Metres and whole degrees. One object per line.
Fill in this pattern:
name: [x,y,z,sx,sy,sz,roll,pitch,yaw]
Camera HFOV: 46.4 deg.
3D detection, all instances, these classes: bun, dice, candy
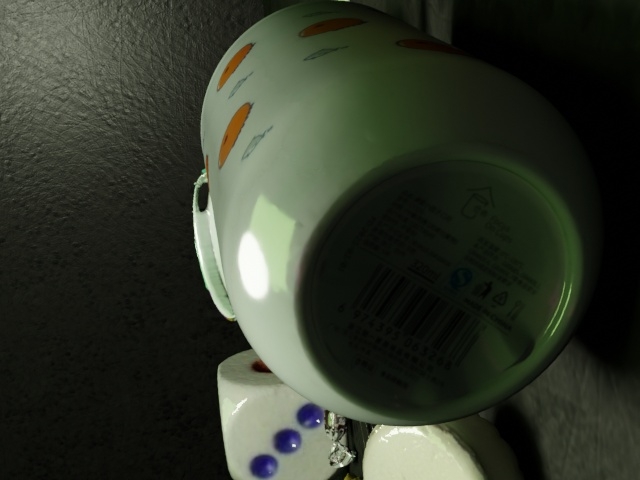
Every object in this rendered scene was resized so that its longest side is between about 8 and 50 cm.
bun: [0.107,0.188,0.582,0.138,0.094,0.138,10,103,46]
dice: [-0.084,0.384,1.633,0.243,0.259,0.251,-114,18,-76]
candy: [0.030,0.330,1.462,0.094,0.051,0.226,154,112,-63]

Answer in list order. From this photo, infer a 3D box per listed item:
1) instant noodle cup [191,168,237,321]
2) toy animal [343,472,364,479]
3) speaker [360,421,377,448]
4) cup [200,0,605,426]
instant noodle cup: [-0.047,-0.009,0.963,0.251,0.190,0.251,36,132,55]
toy animal: [0.062,0.384,1.045,0.181,0.073,0.136,-97,-17,-53]
speaker: [0.079,0.260,1.055,0.046,0.040,0.191,98,165,-60]
cup: [0.031,-0.033,0.490,0.317,0.212,0.212,-113,18,-65]
